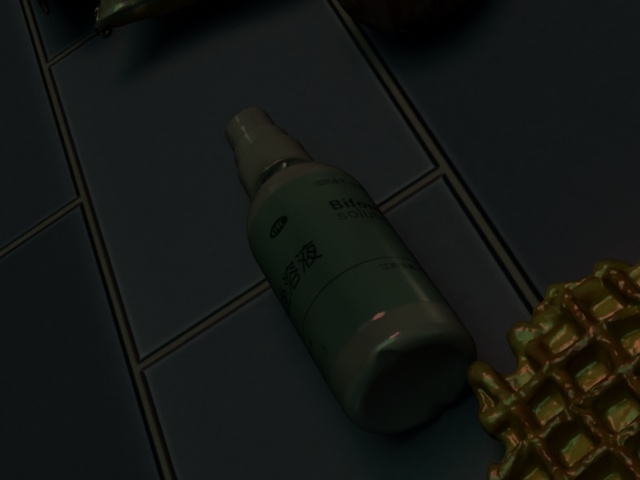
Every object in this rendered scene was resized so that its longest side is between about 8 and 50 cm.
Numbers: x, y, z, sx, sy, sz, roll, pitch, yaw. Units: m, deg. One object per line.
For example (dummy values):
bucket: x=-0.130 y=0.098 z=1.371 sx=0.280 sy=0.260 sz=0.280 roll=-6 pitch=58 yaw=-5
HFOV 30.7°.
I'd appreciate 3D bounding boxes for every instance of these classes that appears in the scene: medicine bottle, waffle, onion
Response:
medicine bottle: x=0.000 y=0.000 z=0.965 sx=0.110 sy=0.110 sz=0.352 roll=-36 pitch=46 yaw=3
waffle: x=0.194 y=0.123 z=0.790 sx=0.219 sy=0.057 sz=0.229 roll=-39 pitch=45 yaw=2
onion: x=0.071 y=-0.293 z=1.081 sx=0.159 sy=0.195 sz=0.159 roll=-6 pitch=41 yaw=6

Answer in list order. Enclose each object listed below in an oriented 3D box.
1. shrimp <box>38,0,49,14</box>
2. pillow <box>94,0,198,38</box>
shrimp: x=-0.301 y=-0.411 z=1.432 sx=0.233 sy=0.071 sz=0.365 roll=-54 pitch=31 yaw=14
pillow: x=-0.109 y=-0.383 z=1.310 sx=0.310 sy=0.119 sz=0.312 roll=-20 pitch=47 yaw=20
